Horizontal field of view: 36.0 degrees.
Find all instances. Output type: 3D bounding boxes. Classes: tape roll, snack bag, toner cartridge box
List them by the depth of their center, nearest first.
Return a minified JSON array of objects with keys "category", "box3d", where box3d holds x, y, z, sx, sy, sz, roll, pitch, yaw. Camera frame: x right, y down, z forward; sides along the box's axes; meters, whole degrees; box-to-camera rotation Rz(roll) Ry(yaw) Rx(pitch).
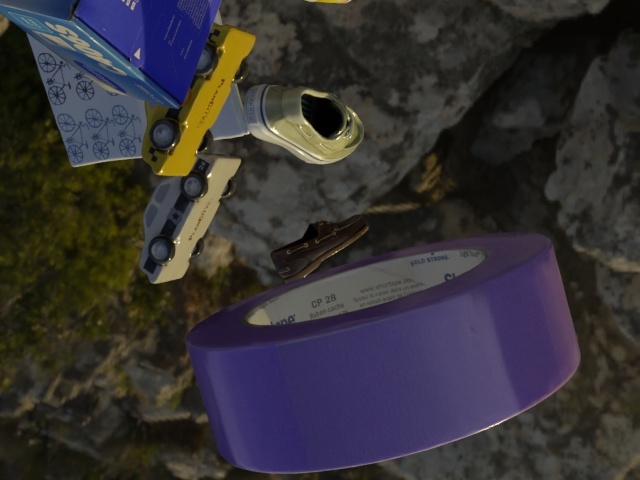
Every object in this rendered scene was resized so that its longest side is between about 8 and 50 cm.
[{"category":"toner cartridge box","box3d":[-0.101,-0.285,0.690,0.075,0.347,0.165,17,173,20]},{"category":"tape roll","box3d":[0.044,0.073,0.725,0.275,0.275,0.090,-12,96,28]},{"category":"snack bag","box3d":[-0.295,-0.283,1.560,0.343,0.037,0.323,-4,113,18]}]

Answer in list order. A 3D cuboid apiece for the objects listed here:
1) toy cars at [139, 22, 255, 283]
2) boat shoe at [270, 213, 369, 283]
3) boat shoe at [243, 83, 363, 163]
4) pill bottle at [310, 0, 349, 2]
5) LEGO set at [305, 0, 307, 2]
[{"category":"toy cars","box3d":[-0.172,-0.107,1.201,0.087,0.176,0.393,31,143,14]},{"category":"boat shoe","box3d":[0.000,0.000,1.807,0.073,0.207,0.073,60,150,-7]},{"category":"boat shoe","box3d":[-0.001,-0.171,1.471,0.094,0.109,0.302,4,-178,28]},{"category":"pill bottle","box3d":[0.001,-0.293,1.118,0.043,0.083,0.043,10,105,43]},{"category":"LEGO set","box3d":[-0.008,-0.434,1.714,0.083,0.054,0.023,31,147,59]}]
